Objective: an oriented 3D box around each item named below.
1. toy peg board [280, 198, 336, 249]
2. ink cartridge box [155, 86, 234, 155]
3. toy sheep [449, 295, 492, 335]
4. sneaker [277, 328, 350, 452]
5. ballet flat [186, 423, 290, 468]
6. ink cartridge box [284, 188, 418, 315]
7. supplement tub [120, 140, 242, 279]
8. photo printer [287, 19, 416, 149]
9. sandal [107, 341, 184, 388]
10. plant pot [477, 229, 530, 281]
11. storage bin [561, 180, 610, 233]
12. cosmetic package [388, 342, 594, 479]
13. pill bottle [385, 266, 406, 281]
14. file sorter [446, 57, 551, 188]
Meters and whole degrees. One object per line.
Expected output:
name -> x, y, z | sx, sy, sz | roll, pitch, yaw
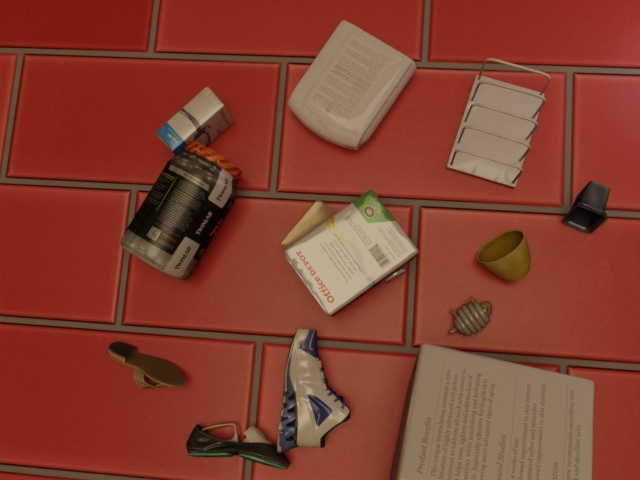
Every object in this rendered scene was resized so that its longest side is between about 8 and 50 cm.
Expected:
toy peg board -> 0.000, 0.000, 1.905 | 0.160, 0.079, 0.161 | 40, 88, -5
ink cartridge box -> -0.344, -0.315, 1.945 | 0.191, 0.139, 0.082 | -41, 78, -2
toy sheep -> 0.389, 0.202, 1.823 | 0.132, 0.091, 0.091 | -39, 79, 12
sneaker -> -0.007, 0.393, 1.819 | 0.182, 0.127, 0.315 | 7, 80, -3
ballet flat -> -0.211, 0.527, 1.824 | 0.280, 0.095, 0.096 | 6, 69, 6
ink cartridge box -> 0.078, 0.036, 1.792 | 0.278, 0.117, 0.201 | -35, 80, -2
supplement tub -> -0.363, -0.082, 1.876 | 0.207, 0.207, 0.338 | 30, 85, 9
photo printer -> 0.078, -0.418, 1.939 | 0.256, 0.107, 0.307 | 33, 86, 10
sandal -> -0.472, 0.359, 1.895 | 0.240, 0.088, 0.079 | 24, 115, 16
plant pot -> 0.490, 0.050, 1.824 | 0.134, 0.134, 0.095 | -37, 107, -1
storage bin -> 0.700, -0.088, 1.819 | 0.098, 0.135, 0.091 | 24, 74, 9
cosmetic package -> 0.376, 0.481, 1.607 | 0.394, 0.327, 0.329 | 12, 57, 7
pill bottle -> 0.173, 0.048, 1.876 | 0.065, 0.065, 0.116 | -29, 79, 0
file sorter -> 0.473, -0.312, 1.852 | 0.193, 0.173, 0.277 | 18, 82, 7
